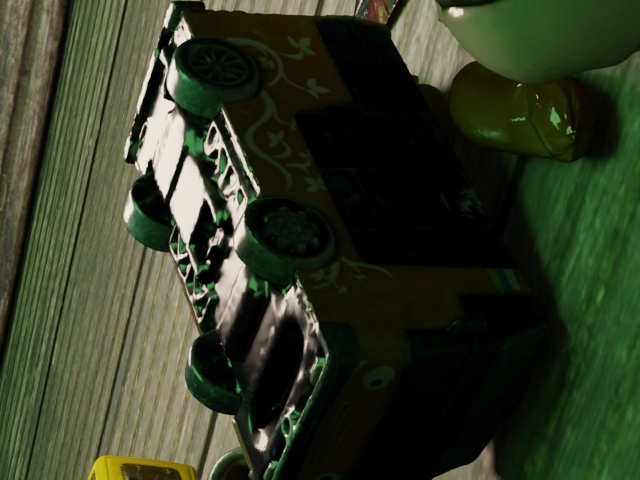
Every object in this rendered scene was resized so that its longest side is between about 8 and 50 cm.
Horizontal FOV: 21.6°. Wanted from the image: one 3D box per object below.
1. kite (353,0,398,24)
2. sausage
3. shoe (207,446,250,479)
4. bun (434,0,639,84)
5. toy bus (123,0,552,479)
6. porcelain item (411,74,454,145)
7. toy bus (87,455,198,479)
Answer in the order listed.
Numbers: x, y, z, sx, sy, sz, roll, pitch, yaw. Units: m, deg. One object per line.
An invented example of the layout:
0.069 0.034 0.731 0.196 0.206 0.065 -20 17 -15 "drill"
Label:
0.050 -0.188 1.408 0.190 0.010 0.159 120 150 -54 "kite"
0.128 -0.084 1.051 0.062 0.054 0.183 68 165 -13 "sausage"
-0.049 0.222 1.396 0.251 0.100 0.103 138 136 -60 "shoe"
0.147 -0.157 0.909 0.173 0.120 0.172 -38 29 25 "bun"
0.000 0.000 1.105 0.323 0.194 0.162 65 145 38 "toy bus"
0.042 -0.092 1.316 0.213 0.054 0.084 -153 74 -71 "porcelain item"
-0.165 0.353 1.631 0.330 0.144 0.152 -113 36 -61 "toy bus"
